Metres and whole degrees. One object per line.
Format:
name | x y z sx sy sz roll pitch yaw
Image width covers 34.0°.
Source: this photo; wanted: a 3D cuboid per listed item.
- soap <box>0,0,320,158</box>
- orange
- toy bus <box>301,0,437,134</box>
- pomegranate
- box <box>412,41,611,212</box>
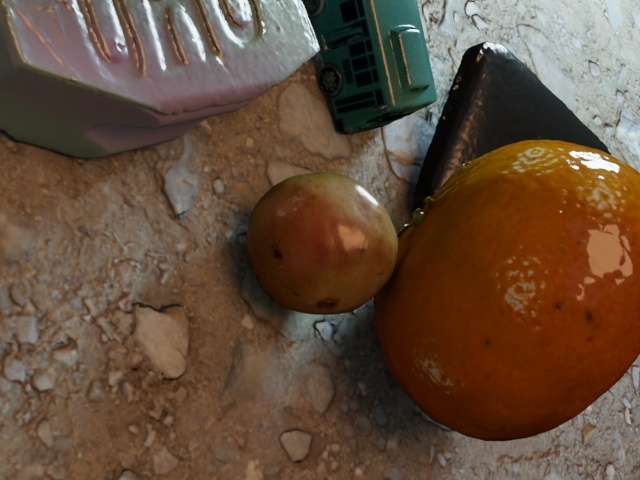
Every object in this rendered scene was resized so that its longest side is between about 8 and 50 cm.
soap | -0.215 -0.249 1.228 0.446 0.156 0.261 -19 87 -47
orange | 0.257 0.055 1.377 0.326 0.424 0.424 42 47 2
toy bus | 0.074 -0.293 1.516 0.128 0.147 0.256 -17 96 -43
pomegranate | 0.002 0.001 1.320 0.191 0.191 0.191 18 63 -38
box | 0.319 -0.099 1.695 0.359 0.091 0.350 37 62 -28
